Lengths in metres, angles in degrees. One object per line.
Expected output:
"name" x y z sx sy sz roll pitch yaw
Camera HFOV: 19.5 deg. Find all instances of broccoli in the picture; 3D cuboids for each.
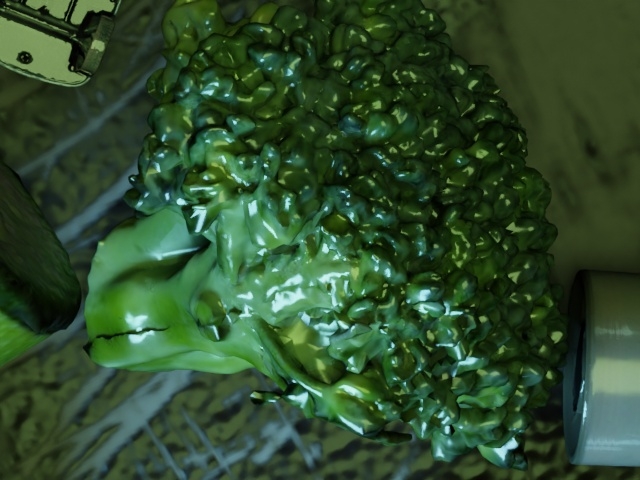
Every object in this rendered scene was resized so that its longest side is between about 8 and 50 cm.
"broccoli" 0.000 0.000 0.951 0.245 0.248 0.288 -5 112 30

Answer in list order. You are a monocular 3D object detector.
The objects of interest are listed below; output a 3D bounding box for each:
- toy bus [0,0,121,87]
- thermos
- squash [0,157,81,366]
"toy bus" -0.122 -0.163 0.950 0.073 0.076 0.167 22 93 -10
"thermos" 0.232 0.057 1.003 0.193 0.105 0.137 2 56 2
"squash" -0.320 0.013 0.840 0.309 0.310 0.310 -39 100 1
